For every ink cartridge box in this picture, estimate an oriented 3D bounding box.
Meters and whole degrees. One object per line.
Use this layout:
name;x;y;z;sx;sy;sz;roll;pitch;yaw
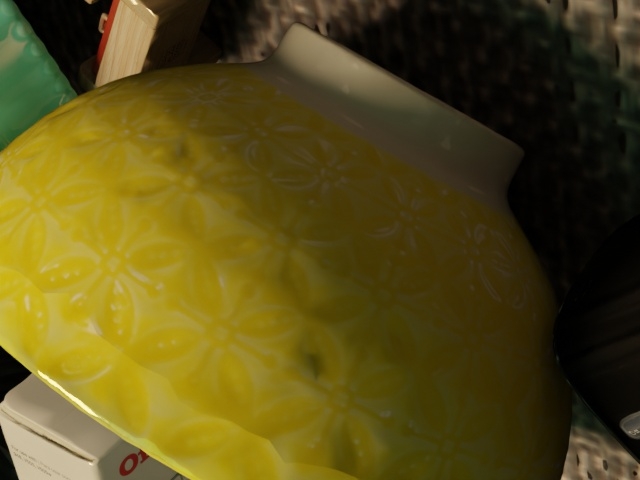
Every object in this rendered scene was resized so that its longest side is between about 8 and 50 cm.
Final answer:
ink cartridge box;-0.098;0.149;0.863;0.087;0.153;0.208;20;135;33

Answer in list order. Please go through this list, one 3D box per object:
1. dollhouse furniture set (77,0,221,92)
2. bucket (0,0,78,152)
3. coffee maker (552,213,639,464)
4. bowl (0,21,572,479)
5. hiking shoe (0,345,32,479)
dollhouse furniture set;-0.111;-0.153;0.633;0.129;0.129;0.183;43;143;10
bucket;-0.258;-0.093;0.722;0.281;0.183;0.281;51;172;10
coffee maker;0.176;0.003;0.498;0.178;0.120;0.171;-35;76;52
bowl;0.000;0.000;0.600;0.289;0.289;0.156;32;98;23
hiking shoe;-0.152;0.211;1.028;0.304;0.113;0.132;53;151;14
